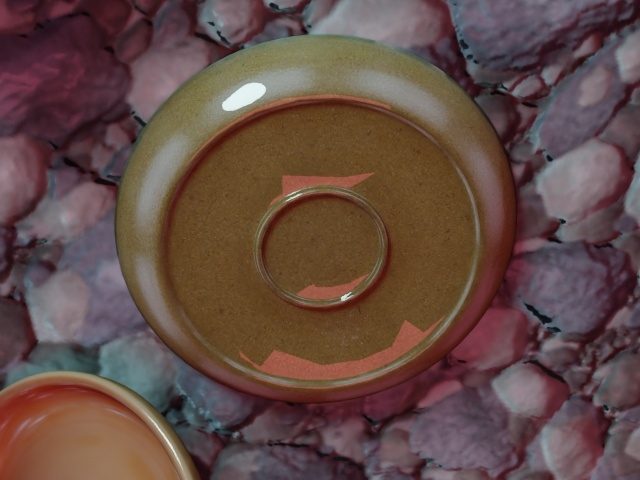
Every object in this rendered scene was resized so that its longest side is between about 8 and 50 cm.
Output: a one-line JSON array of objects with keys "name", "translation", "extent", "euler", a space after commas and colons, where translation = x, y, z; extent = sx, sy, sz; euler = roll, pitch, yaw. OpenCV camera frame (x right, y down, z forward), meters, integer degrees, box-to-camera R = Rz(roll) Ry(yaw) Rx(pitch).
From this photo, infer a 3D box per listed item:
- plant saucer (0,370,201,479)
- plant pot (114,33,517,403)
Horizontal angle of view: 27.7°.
[{"name": "plant saucer", "translation": [-0.141, 0.176, 0.760], "extent": [0.200, 0.037, 0.199], "euler": [-2, 87, 29]}, {"name": "plant pot", "translation": [0.000, 0.000, 0.747], "extent": [0.236, 0.032, 0.236], "euler": [-2, 116, -5]}]
